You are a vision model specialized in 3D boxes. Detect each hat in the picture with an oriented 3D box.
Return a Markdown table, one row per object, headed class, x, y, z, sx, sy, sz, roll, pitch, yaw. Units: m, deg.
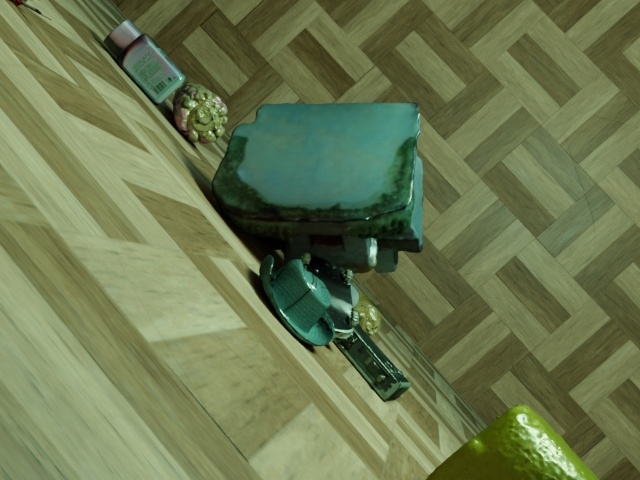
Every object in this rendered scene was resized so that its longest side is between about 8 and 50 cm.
| class | x | y | z | sx | sy | sz | roll | pitch | yaw |
| --- | --- | --- | --- | --- | --- | --- | --- | --- | --- |
| hat | -0.029 | 0.073 | 1.226 | 0.138 | 0.078 | 0.191 | 45 | 4 | -22 |

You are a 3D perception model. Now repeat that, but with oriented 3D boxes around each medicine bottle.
| class | x | y | z | sx | sy | sz | roll | pitch | yaw |
| --- | --- | --- | --- | --- | --- | --- | --- | --- | --- |
| medicine bottle | -0.402 | -0.410 | 1.945 | 0.188 | 0.094 | 0.119 | 48 | 4 | -12 |

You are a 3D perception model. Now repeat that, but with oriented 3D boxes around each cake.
| class | x | y | z | sx | sy | sz | roll | pitch | yaw |
| --- | --- | --- | --- | --- | --- | --- | --- | --- | --- |
| cake | 0.222 | 0.299 | 0.977 | 0.156 | 0.179 | 0.260 | 49 | 6 | 33 |

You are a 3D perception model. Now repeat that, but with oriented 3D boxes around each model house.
| class | x | y | z | sx | sy | sz | roll | pitch | yaw |
| --- | --- | --- | --- | --- | --- | --- | --- | --- | --- |
| model house | 0.014 | -0.045 | 1.604 | 0.339 | 0.360 | 0.297 | 78 | 15 | -51 |

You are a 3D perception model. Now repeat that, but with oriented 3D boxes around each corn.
| class | x | y | z | sx | sy | sz | roll | pitch | yaw |
| --- | --- | --- | --- | --- | --- | --- | --- | --- | --- |
| corn | -0.301 | -0.312 | 2.037 | 0.126 | 0.126 | 0.335 | 47 | 0 | -21 |

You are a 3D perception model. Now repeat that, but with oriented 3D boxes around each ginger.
| class | x | y | z | sx | sy | sz | roll | pitch | yaw |
| --- | --- | --- | --- | --- | --- | --- | --- | --- | --- |
| ginger | 0.094 | 0.164 | 1.955 | 0.190 | 0.069 | 0.095 | -125 | -166 | -73 |

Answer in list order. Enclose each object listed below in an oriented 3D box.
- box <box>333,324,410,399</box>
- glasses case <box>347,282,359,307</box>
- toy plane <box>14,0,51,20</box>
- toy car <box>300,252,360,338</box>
| class | x | y | z | sx | sy | sz | roll | pitch | yaw |
| --- | --- | --- | --- | --- | --- | --- | --- | --- | --- |
| box | 0.055 | 0.170 | 1.518 | 0.270 | 0.045 | 0.211 | 49 | 2 | 16 |
| glasses case | 0.009 | 0.079 | 1.801 | 0.178 | 0.067 | 0.045 | 48 | 2 | -4 |
| toy plane | -0.452 | -0.389 | 1.244 | 0.126 | 0.077 | 0.194 | 40 | 9 | 19 |
| toy car | 0.008 | 0.093 | 1.402 | 0.095 | 0.056 | 0.205 | 22 | 31 | -18 |
